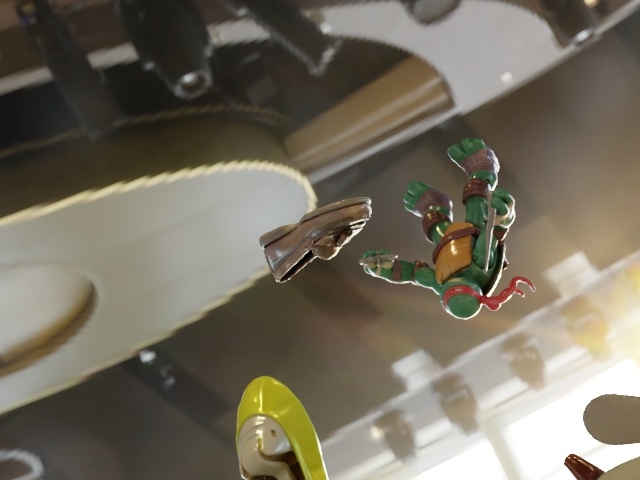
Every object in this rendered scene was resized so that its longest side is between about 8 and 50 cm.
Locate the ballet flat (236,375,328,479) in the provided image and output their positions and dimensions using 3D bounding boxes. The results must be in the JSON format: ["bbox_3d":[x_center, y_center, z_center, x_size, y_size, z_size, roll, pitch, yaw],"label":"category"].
[{"bbox_3d":[-0.032,0.222,1.293,0.077,0.231,0.077,-38,-29,28],"label":"ballet flat"}]

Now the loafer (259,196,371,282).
[{"bbox_3d":[0.000,0.000,1.063,0.045,0.039,0.125,-8,-9,-36],"label":"loafer"}]

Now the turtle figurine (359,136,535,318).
[{"bbox_3d":[0.130,0.004,1.418,0.175,0.234,0.118,-25,-61,21],"label":"turtle figurine"}]

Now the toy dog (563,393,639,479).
[{"bbox_3d":[0.303,0.178,1.236,0.220,0.161,0.334,9,-55,-46],"label":"toy dog"}]
